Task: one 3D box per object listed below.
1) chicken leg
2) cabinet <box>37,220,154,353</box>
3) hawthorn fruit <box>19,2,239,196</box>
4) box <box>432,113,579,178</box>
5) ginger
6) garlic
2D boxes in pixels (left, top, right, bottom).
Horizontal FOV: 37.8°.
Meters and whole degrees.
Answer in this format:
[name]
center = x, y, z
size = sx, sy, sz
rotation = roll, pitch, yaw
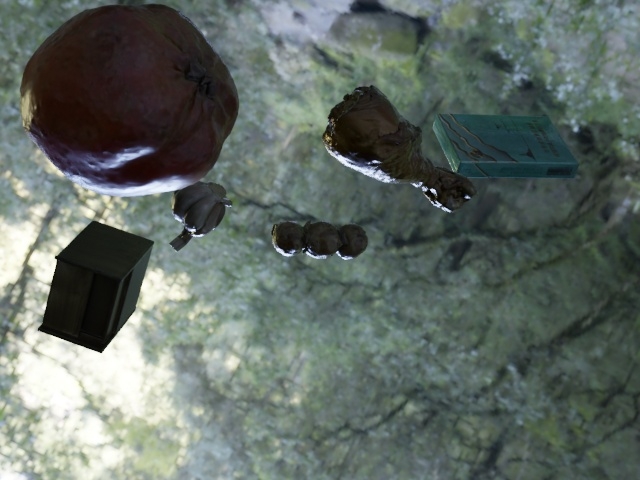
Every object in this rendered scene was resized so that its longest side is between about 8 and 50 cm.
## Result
[chicken leg]
center = 0.095, -0.091, 1.064
size = 0.251, 0.087, 0.107
rotation = 29, -159, -44
[cabinet]
center = -0.458, 0.089, 1.902
size = 0.148, 0.174, 0.215
rotation = 19, -158, 0
[hawthorn fruit]
center = -0.292, -0.187, 1.321
size = 0.330, 0.287, 0.287
rotation = -13, 153, 27
[box]
center = 0.337, -0.175, 1.720
size = 0.229, 0.041, 0.162
rotation = -1, -140, -13
[ginger]
center = 0.000, 0.000, 1.968
size = 0.204, 0.080, 0.104
rotation = 2, -165, -17
[garlic]
center = -0.310, -0.059, 2.227
size = 0.127, 0.194, 0.131
rotation = 11, -140, -49
